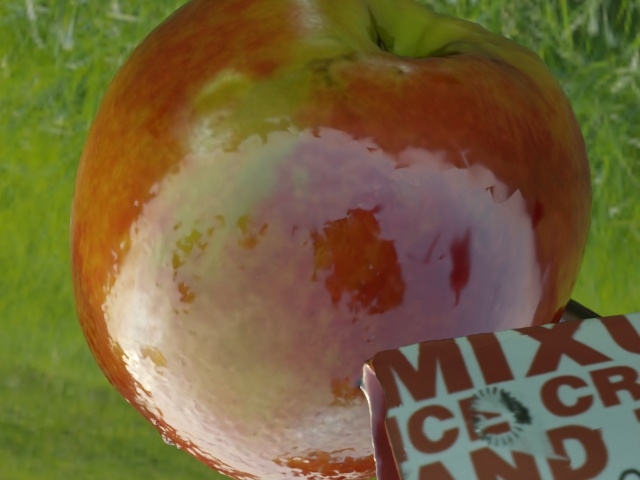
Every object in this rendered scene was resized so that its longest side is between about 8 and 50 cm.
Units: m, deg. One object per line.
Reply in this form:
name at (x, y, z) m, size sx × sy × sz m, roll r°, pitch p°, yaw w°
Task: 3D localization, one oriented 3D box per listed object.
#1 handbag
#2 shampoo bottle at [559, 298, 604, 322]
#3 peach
handbag at (0.118, 0.170, 0.514) m, size 0.171 × 0.298 × 0.151 m, roll -13°, pitch 171°, yaw -9°
shampoo bottle at (0.239, 0.132, 1.229) m, size 0.323 × 0.084 × 0.129 m, roll 30°, pitch 112°, yaw -18°
peach at (0.000, 0.000, 1.020) m, size 0.388 × 0.388 × 0.388 m, roll 2°, pitch 145°, yaw 1°
